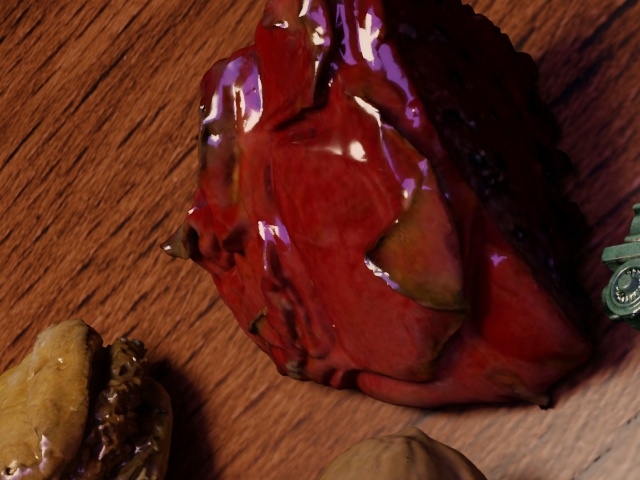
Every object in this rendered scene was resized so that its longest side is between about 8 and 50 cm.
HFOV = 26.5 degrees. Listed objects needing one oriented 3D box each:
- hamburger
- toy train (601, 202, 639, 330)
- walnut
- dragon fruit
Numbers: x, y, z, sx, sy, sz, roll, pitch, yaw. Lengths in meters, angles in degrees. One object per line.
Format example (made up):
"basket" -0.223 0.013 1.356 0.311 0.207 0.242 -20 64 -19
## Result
"hamburger" -0.244 0.202 1.123 0.283 0.144 0.259 -39 19 24
"toy train" 0.248 0.007 0.822 0.170 0.071 0.111 -14 47 47
"walnut" 0.053 0.208 0.858 0.155 0.155 0.184 -14 65 38
"dragon fruit" -0.006 -0.003 0.960 0.329 0.228 0.286 -27 57 30
